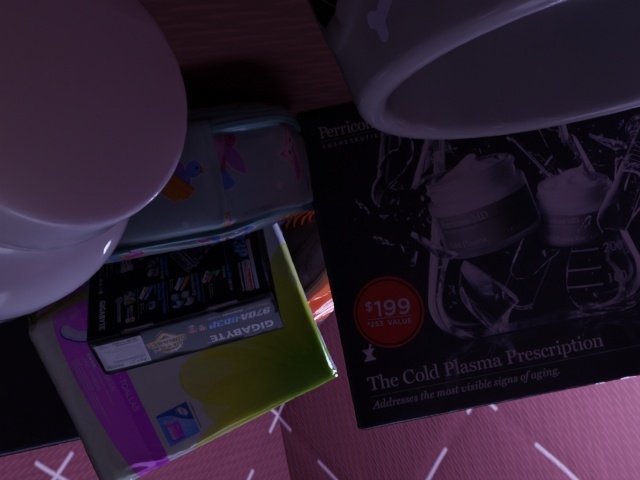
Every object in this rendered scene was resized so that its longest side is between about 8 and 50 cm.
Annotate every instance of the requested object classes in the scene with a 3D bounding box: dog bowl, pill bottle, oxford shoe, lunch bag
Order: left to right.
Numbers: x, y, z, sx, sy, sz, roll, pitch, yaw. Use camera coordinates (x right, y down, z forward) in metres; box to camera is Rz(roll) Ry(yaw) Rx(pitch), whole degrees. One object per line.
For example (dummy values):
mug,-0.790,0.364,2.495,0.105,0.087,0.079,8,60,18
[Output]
pill bottle,-0.214,-0.034,0.477,0.176,0.177,0.318,-5,172,-43
lunch bag,-0.149,-0.047,0.742,0.279,0.108,0.224,-10,-174,5
oxford shoe,0.000,0.000,1.221,0.130,0.133,0.364,-29,159,-49
dog bowl,0.162,-0.148,0.481,0.348,0.102,0.349,-10,174,-1

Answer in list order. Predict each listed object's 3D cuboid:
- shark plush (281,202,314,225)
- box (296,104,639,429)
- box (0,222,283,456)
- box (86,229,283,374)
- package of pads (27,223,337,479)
shark plush,-0.020,-0.035,1.309,0.161,0.067,0.073,-14,173,22
box,0.173,0.003,0.885,0.343,0.313,0.179,-12,173,2
box,-0.321,0.128,1.245,0.479,0.298,0.472,-9,172,-17
box,-0.140,0.017,0.849,0.175,0.220,0.051,-15,131,-1
package of pads,-0.156,0.110,0.962,0.296,0.229,0.101,-25,-162,-15
